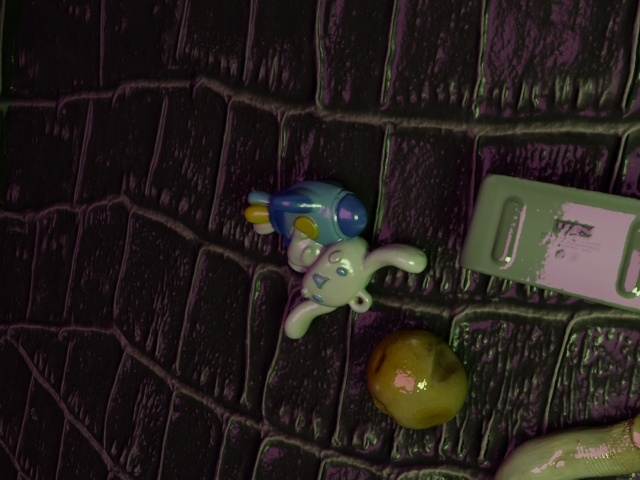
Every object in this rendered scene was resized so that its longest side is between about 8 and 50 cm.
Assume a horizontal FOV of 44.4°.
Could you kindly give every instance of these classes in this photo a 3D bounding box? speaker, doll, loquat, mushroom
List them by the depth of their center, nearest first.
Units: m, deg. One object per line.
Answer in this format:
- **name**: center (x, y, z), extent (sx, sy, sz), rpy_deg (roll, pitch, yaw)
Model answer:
- **speaker**: center (0.465, 0.003, 1.393), extent (0.406, 0.183, 0.184), rpy_deg (14, 96, 32)
- **mushroom**: center (0.470, 0.415, 1.472), extent (0.351, 0.095, 0.123), rpy_deg (-32, 94, 34)
- **loquat**: center (0.198, 0.276, 1.584), extent (0.213, 0.213, 0.213), rpy_deg (3, 95, 34)
- **doll**: center (-0.002, 0.000, 1.703), extent (0.376, 0.187, 0.366), rpy_deg (-32, 83, 13)
